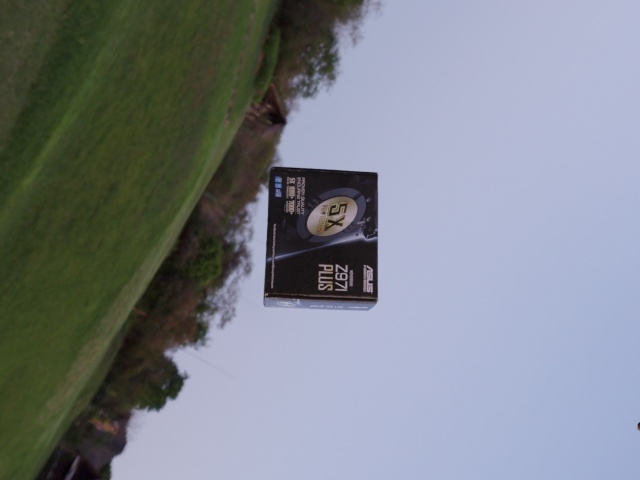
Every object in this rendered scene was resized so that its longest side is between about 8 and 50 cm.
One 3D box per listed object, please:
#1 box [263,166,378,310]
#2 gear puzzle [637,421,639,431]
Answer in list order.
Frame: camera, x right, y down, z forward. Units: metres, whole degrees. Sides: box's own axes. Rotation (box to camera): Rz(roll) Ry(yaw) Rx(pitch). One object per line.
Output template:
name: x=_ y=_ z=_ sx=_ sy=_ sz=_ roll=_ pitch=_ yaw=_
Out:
box: x=0.000 y=0.000 z=0.935 sx=0.077 sy=0.147 sz=0.180 roll=114 pitch=-21 yaw=-74
gear puzzle: x=0.406 y=0.085 z=0.613 sx=0.339 sy=0.044 sz=0.175 roll=-29 pitch=-145 yaw=-17
